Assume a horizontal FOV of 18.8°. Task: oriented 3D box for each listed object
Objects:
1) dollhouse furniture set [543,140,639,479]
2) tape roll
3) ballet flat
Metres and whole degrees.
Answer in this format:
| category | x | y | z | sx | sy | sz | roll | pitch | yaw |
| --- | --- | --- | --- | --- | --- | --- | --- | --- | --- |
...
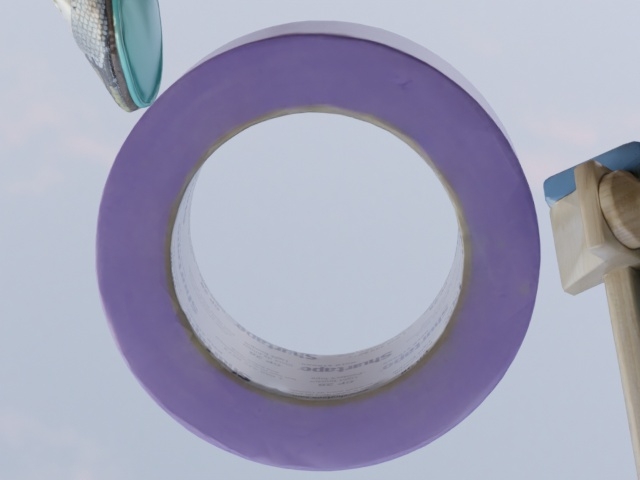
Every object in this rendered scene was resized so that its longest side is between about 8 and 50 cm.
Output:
| category | x | y | z | sx | sy | sz | roll | pitch | yaw |
| --- | --- | --- | --- | --- | --- | --- | --- | --- | --- |
| dollhouse furniture set | 0.246 | 0.106 | 0.707 | 0.198 | 0.303 | 0.286 | -24 | -123 | 33 |
| tape roll | 0.000 | 0.000 | 0.846 | 0.189 | 0.189 | 0.080 | 0 | -169 | 2 |
| ballet flat | -0.075 | -0.099 | 0.639 | 0.041 | 0.114 | 0.041 | -2 | -155 | 1 |
